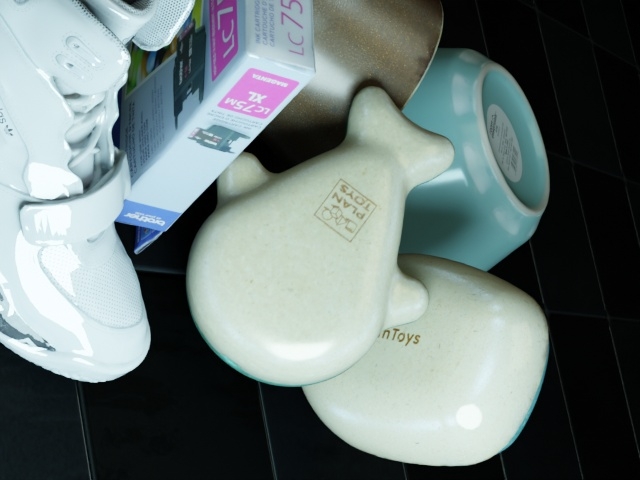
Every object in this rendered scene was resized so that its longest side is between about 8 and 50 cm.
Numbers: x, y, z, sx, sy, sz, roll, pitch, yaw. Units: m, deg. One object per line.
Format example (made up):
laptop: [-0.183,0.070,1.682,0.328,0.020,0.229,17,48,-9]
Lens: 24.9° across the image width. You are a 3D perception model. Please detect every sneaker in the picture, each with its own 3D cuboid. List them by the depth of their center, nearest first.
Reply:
sneaker: [-0.171,-0.070,0.987,0.365,0.210,0.137,62,30,-19]

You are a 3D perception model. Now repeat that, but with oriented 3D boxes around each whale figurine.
whale figurine: [0.000,0.000,1.253,0.216,0.141,0.272,35,73,-1]

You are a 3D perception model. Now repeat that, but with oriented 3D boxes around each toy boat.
toy boat: [0.067,0.168,1.308,0.148,0.267,0.318,33,78,-46]

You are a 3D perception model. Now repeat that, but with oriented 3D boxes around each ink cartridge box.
ink cartridge box: [-0.101,-0.134,1.107,0.065,0.311,0.185,11,61,-24]

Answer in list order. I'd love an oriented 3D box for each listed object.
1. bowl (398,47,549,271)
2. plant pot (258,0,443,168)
bowl: [0.147,-0.090,1.618,0.311,0.163,0.311,39,43,-47]
plant pot: [-0.044,-0.210,1.333,0.230,0.215,0.215,35,44,-26]
